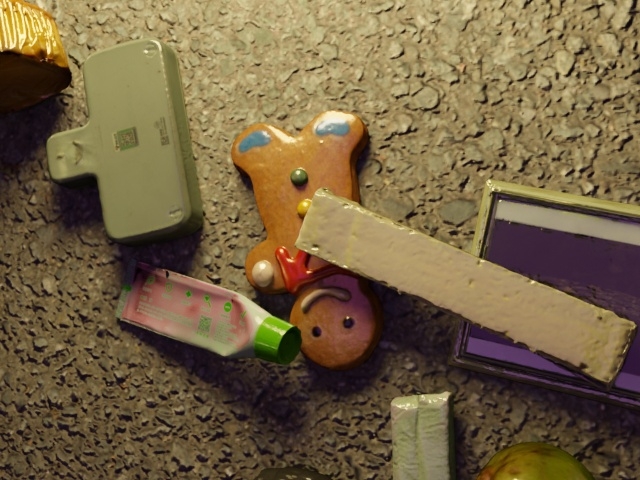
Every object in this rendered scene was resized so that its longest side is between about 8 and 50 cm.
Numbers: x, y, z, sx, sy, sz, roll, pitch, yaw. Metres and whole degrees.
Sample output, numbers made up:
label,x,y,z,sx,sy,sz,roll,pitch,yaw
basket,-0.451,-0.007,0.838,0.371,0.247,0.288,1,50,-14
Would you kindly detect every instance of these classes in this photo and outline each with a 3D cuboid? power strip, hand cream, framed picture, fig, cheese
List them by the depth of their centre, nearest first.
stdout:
label,x,y,z,sx,sy,sz,roll,pitch,yaw
fig,0.232,0.315,1.096,0.191,0.181,0.181,43,100,-6
framed picture,0.305,0.064,1.177,0.293,0.018,0.231,11,89,19
cheese,0.158,0.049,1.187,0.400,0.034,0.085,25,93,14
hand cream,-0.150,0.096,1.307,0.275,0.050,0.079,15,65,32
power strip,-0.266,-0.122,1.368,0.193,0.059,0.265,-12,81,13

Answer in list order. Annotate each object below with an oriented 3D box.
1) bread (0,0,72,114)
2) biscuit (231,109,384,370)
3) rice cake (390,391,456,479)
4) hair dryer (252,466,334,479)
label,x,y,z,sx,sy,sz,roll,pitch,yaw
bread,-0.437,-0.243,1.374,0.199,0.199,0.104,-20,77,16
biscuit,-0.002,0.000,1.276,0.205,0.049,0.324,-10,83,17
rice cake,0.120,0.287,1.207,0.080,0.042,0.222,-3,86,24
hair dryer,0.004,0.416,1.222,0.235,0.091,0.272,18,105,30
